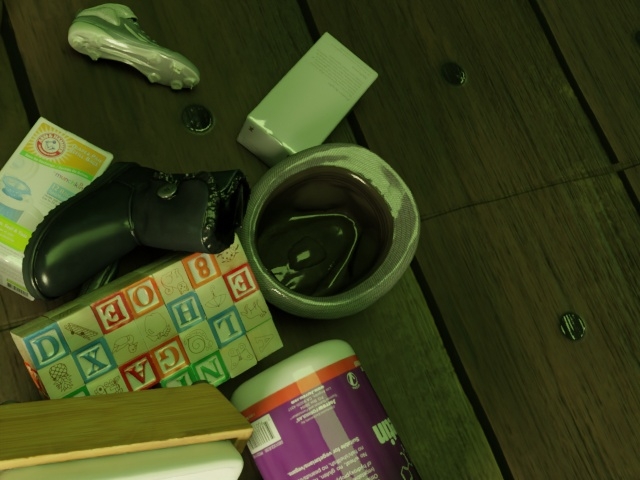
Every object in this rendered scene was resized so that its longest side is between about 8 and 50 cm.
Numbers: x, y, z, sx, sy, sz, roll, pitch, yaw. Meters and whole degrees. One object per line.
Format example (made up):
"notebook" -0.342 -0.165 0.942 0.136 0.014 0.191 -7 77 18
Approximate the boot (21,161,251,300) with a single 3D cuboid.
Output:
"boot" -0.219 -0.013 1.022 0.207 0.094 0.246 7 42 28

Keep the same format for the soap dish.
"soap dish" -0.247 0.266 0.945 0.291 0.229 0.118 -1 50 -26

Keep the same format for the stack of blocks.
"stack of blocks" -0.215 0.127 1.063 0.297 0.087 0.171 -27 104 -27

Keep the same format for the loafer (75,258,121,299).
"loafer" -0.304 0.046 1.115 0.061 0.062 0.170 11 63 -13

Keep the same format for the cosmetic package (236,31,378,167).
"cosmetic package" -0.019 -0.214 1.326 0.117 0.085 0.231 39 62 -1

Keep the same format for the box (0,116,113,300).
"box" -0.376 -0.043 1.100 0.114 0.103 0.203 30 61 -7

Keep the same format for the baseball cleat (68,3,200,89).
"baseball cleat" -0.277 -0.307 1.273 0.206 0.072 0.109 19 56 -17

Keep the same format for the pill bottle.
"pill bottle" 0.026 0.302 1.061 0.181 0.181 0.323 -23 78 -28

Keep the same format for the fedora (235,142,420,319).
"fedora" 0.000 0.000 1.214 0.244 0.124 0.275 44 66 3

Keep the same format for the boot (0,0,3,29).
"boot" -0.571 -0.395 1.191 0.211 0.104 0.295 -1 63 -16
